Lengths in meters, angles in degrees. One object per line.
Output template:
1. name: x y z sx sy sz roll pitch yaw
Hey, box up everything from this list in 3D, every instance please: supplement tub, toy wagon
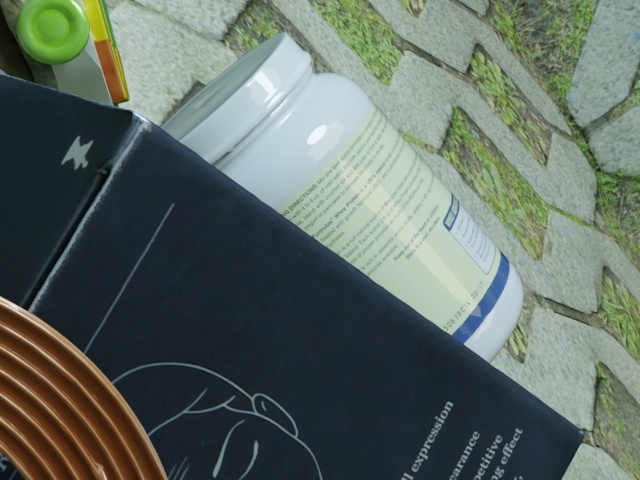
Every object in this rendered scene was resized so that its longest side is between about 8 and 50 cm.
1. supplement tub: 0.000 0.000 1.471 0.325 0.235 0.235 49 23 -13
2. toy wagon: -0.235 -0.267 1.386 0.267 0.068 0.344 -145 -139 -84

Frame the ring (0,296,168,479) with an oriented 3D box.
1. ring: -0.220 0.176 0.737 0.336 0.336 0.032 48 -13 -13

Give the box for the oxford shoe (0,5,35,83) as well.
1. oxford shoe: -0.321 -0.249 1.336 0.348 0.130 0.123 56 22 5

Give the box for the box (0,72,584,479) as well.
1. box: -0.088 0.132 0.970 0.395 0.293 0.212 36 -10 -37

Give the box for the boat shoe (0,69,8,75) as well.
1. boat shoe: -0.207 0.019 1.187 0.355 0.130 0.132 51 26 -22
